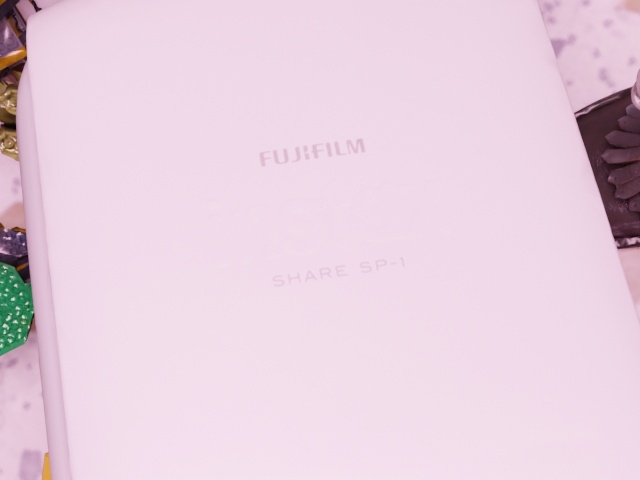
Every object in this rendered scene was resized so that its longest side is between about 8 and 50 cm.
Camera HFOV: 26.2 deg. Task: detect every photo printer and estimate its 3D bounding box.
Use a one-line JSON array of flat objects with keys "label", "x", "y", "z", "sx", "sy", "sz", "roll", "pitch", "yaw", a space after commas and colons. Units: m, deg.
[{"label": "photo printer", "x": 0.000, "y": 0.000, "z": 0.609, "sx": 0.256, "sy": 0.107, "sz": 0.308, "roll": -8, "pitch": 63, "yaw": -6}]

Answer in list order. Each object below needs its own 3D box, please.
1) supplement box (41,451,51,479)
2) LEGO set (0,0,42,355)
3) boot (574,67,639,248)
[{"label": "supplement box", "x": -0.057, "y": 0.208, "z": 0.709, "sx": 0.129, "sy": 0.191, "sz": 0.194, "roll": 3, "pitch": 83, "yaw": 11}, {"label": "LEGO set", "x": -0.131, "y": -0.104, "z": 0.802, "sx": 0.331, "sy": 0.192, "sz": 0.255, "roll": -36, "pitch": 107, "yaw": 9}, {"label": "boot", "x": 0.188, "y": -0.061, "z": 0.660, "sx": 0.263, "sy": 0.229, "sz": 0.091, "roll": -15, "pitch": 81, "yaw": 25}]
